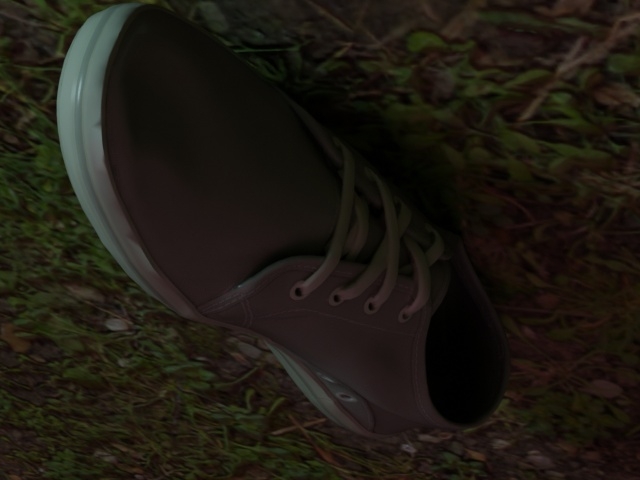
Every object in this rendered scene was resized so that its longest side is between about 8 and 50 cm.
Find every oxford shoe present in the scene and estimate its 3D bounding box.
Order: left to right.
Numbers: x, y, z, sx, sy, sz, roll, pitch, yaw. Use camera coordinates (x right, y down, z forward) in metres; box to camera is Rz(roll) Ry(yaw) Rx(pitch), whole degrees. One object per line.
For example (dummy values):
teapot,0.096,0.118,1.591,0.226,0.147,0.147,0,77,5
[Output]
oxford shoe,0.000,0.000,0.925,0.130,0.169,0.449,-1,151,32
